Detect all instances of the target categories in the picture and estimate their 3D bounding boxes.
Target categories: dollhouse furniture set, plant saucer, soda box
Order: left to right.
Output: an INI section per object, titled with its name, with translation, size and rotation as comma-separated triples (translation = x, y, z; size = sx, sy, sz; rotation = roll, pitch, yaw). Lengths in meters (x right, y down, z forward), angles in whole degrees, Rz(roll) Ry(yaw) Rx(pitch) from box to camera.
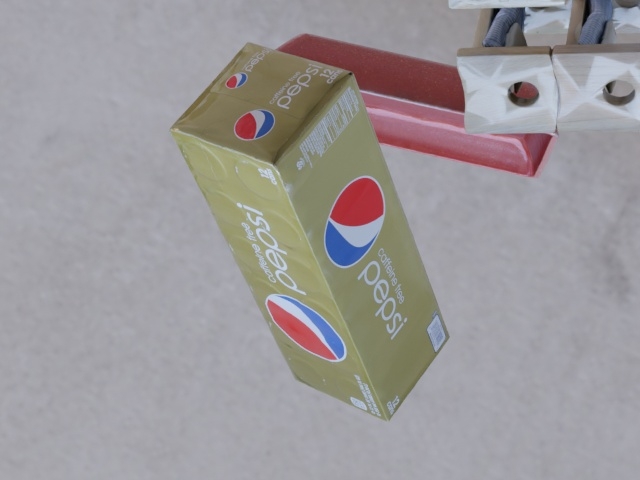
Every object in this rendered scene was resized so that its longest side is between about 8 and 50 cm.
[soda box]
translation = 0.000, 0.000, 0.692
size = 0.061, 0.058, 0.181
rotation = 21, 149, 35
[plant saucer]
translation = 0.082, -0.122, 1.387
size = 0.259, 0.048, 0.258
rotation = 12, 175, 5
[dollhouse furniture set]
translation = 0.157, -0.180, 1.010
size = 0.129, 0.129, 0.184
rotation = 1, 132, 15
